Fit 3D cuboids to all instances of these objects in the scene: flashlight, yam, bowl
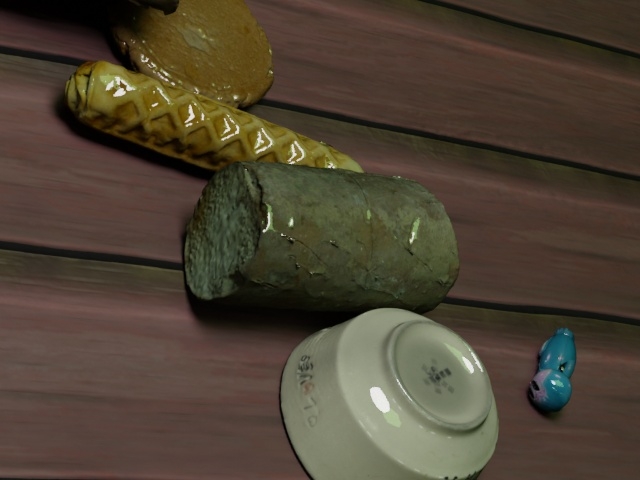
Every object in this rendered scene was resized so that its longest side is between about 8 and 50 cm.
[{"bbox_3d":[0.276,0.150,1.805,0.051,0.051,0.129,40,36,-6],"label":"flashlight"},{"bbox_3d":[0.000,0.000,1.609,0.268,0.161,0.161,3,55,-35],"label":"yam"},{"bbox_3d":[0.087,0.165,1.575,0.238,0.126,0.237,21,47,-24],"label":"bowl"}]

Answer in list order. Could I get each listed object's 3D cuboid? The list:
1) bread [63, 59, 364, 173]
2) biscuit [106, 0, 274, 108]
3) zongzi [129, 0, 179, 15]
[{"bbox_3d":[-0.106,-0.108,1.671,0.368,0.077,0.084,20,8,-27],"label":"bread"},{"bbox_3d":[-0.148,-0.231,1.772,0.226,0.042,0.226,24,43,-25],"label":"biscuit"},{"bbox_3d":[-0.369,-0.419,1.716,0.500,0.218,0.467,8,17,-14],"label":"zongzi"}]
